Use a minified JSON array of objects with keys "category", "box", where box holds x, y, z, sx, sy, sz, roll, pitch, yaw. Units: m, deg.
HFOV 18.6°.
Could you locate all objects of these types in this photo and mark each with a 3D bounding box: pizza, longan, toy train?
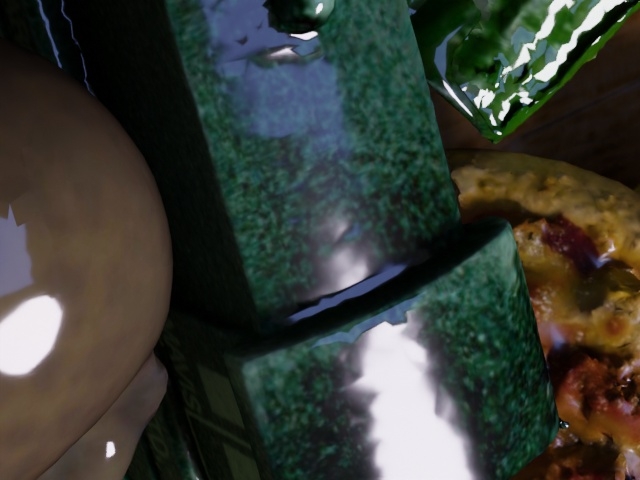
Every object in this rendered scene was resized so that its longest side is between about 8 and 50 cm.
[{"category":"pizza","box":[0.108,0.100,0.812,0.229,0.289,0.081,-44,171,12]},{"category":"longan","box":[-0.128,0.020,0.589,0.204,0.185,0.159,44,32,-36]},{"category":"toy train","box":[-0.026,-0.042,0.669,0.138,0.178,0.330,-26,114,-24]}]

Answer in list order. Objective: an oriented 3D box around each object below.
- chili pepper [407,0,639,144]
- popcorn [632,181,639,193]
[{"category":"chili pepper","box":[0.086,-0.239,0.779,0.167,0.213,0.385,-74,-174,-78]},{"category":"popcorn","box":[0.218,0.059,0.918,0.221,0.204,0.183,64,26,-2]}]
